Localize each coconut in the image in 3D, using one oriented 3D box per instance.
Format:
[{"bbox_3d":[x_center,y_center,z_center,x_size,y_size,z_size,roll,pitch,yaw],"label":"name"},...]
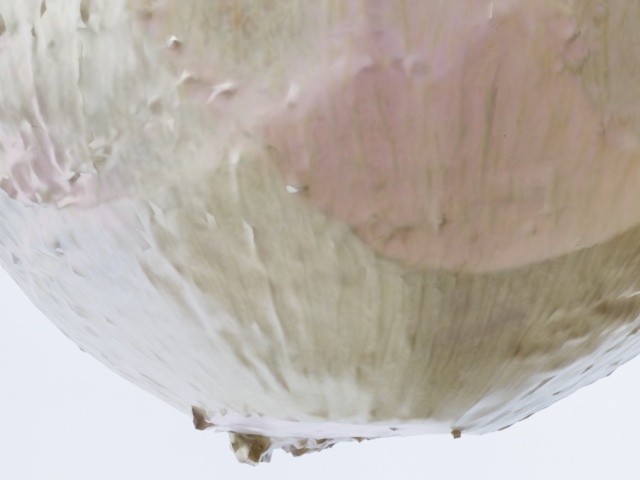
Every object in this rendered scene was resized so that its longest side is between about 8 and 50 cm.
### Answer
[{"bbox_3d":[0.014,-0.050,0.606,0.297,0.297,0.254,32,-122,-51],"label":"coconut"}]
